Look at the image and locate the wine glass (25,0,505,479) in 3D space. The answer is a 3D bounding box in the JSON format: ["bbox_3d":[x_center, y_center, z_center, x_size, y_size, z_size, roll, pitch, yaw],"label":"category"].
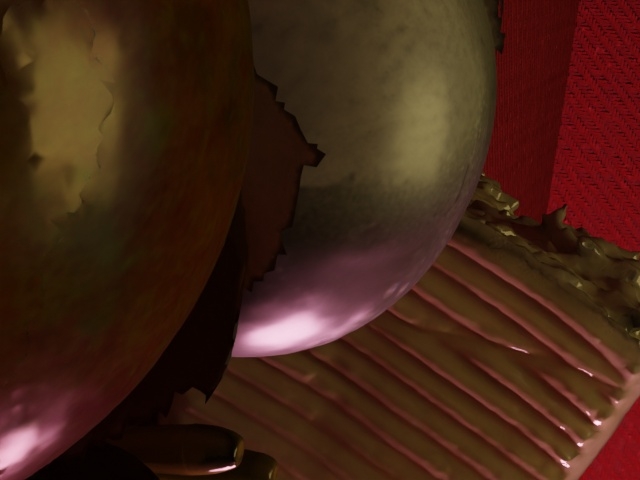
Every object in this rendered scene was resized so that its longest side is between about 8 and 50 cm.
[{"bbox_3d":[-0.050,-0.053,0.727,0.323,0.238,0.238,-43,141,-63],"label":"wine glass"}]

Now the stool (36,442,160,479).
[{"bbox_3d":[-0.083,0.233,0.718,0.264,0.179,0.179,62,34,-33],"label":"stool"}]

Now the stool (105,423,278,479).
[{"bbox_3d":[-0.093,0.147,0.939,0.135,0.110,0.134,-57,155,-56],"label":"stool"}]

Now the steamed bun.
[{"bbox_3d":[0.046,0.039,1.096,0.272,0.290,0.273,-63,177,-65],"label":"steamed bun"}]

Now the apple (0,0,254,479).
[{"bbox_3d":[-0.140,-0.048,0.452,0.226,0.246,0.246,-90,-176,-67],"label":"apple"}]
